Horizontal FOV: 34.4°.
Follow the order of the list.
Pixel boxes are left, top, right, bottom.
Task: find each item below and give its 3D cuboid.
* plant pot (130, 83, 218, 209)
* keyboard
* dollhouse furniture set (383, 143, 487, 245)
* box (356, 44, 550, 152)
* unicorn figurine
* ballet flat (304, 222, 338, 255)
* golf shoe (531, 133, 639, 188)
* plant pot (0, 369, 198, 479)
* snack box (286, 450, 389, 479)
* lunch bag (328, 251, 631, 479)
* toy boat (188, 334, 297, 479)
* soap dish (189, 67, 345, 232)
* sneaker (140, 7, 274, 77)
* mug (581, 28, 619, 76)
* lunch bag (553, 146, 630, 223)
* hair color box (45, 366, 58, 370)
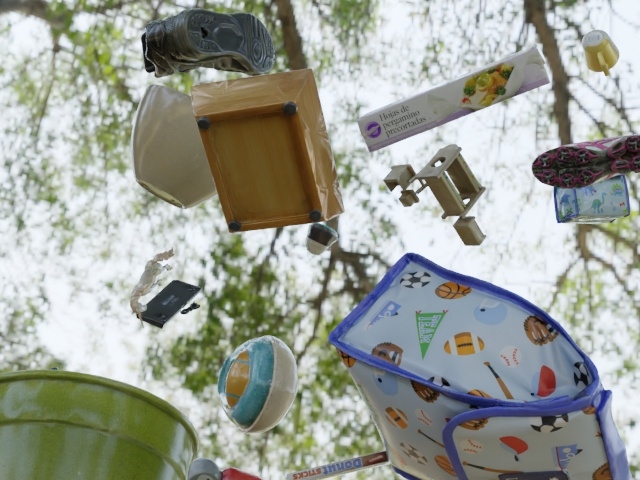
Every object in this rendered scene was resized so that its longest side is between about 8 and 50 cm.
[{"bbox_3d":[-0.299,-0.180,2.243,0.284,0.191,0.284,27,-11,6],"label":"plant pot"},{"bbox_3d":[-0.340,0.151,2.412,0.108,0.180,0.023,16,-58,18],"label":"keyboard"},{"bbox_3d":[0.246,-0.089,2.084,0.161,0.101,0.182,0,-48,51],"label":"dollhouse furniture set"},{"bbox_3d":[0.221,-0.235,1.725,0.324,0.063,0.067,-20,9,18],"label":"box"},{"bbox_3d":[-0.371,0.091,2.242,0.060,0.161,0.111,18,18,12],"label":"unicorn figurine"},{"bbox_3d":[0.000,0.000,2.252,0.074,0.074,0.203,8,0,1],"label":"ballet flat"},{"bbox_3d":[0.416,-0.119,1.572,0.186,0.067,0.086,-8,8,17],"label":"golf shoe"},{"bbox_3d":[-0.370,0.425,1.440,0.367,0.353,0.366,1,-38,1],"label":"plant pot"},{"bbox_3d":[0.033,0.396,1.797,0.178,0.022,0.064,-14,-18,3],"label":"snack box"},{"bbox_3d":[0.240,0.240,1.438,0.385,0.239,0.327,20,-33,40],"label":"lunch bag"},{"bbox_3d":[-0.151,0.330,1.961,0.148,0.318,0.267,18,-14,-16],"label":"toy boat"},{"bbox_3d":[-0.097,-0.151,1.859,0.229,0.118,0.290,-6,-61,14],"label":"soap dish"},{"bbox_3d":[-0.163,-0.273,1.449,0.130,0.087,0.227,-1,4,32],"label":"sneaker"},{"bbox_3d":[0.496,-0.337,1.826,0.078,0.062,0.064,45,1,37],"label":"mug"},{"bbox_3d":[0.534,-0.113,2.050,0.129,0.151,0.096,1,-14,-20],"label":"lunch bag"},{"bbox_3d":[-0.702,0.409,2.191,0.347,0.105,0.174,-18,-36,-22],"label":"hair color box"}]
